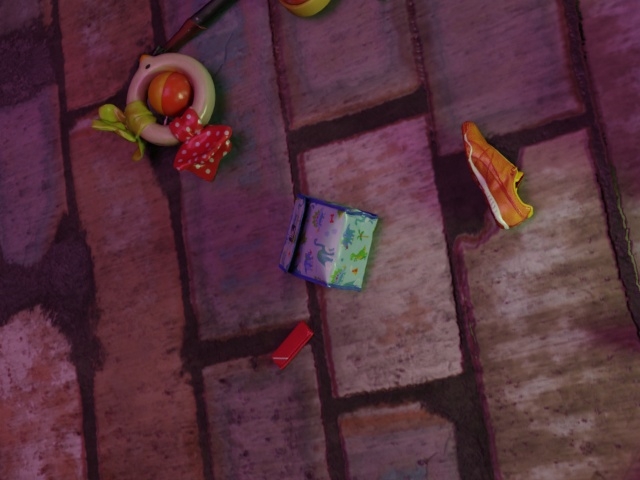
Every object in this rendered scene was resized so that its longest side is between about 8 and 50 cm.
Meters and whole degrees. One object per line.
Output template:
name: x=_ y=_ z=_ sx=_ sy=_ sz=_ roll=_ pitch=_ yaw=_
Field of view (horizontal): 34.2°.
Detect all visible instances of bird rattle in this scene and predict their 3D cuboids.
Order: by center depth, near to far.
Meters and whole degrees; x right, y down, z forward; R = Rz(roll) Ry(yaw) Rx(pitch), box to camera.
bird rattle: x=-0.260 y=-0.222 z=1.791 sx=0.254 sy=0.143 sz=0.206 roll=11 pitch=88 yaw=29

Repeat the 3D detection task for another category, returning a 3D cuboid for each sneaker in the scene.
sneaker: x=0.254 y=-0.099 z=1.508 sx=0.067 sy=0.064 sz=0.175 roll=-26 pitch=74 yaw=5

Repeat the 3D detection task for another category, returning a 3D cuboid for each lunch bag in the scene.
lunch bag: x=0.000 y=0.000 z=1.628 sx=0.151 sy=0.096 sz=0.128 roll=19 pitch=96 yaw=47

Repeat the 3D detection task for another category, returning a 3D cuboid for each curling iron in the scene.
curling iron: x=-0.224 y=-0.379 z=1.849 sx=0.274 sy=0.035 sz=0.068 roll=-35 pitch=22 yaw=19

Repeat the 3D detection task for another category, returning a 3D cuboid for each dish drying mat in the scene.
dish drying mat: x=-0.046 y=0.168 z=1.676 sx=0.083 sy=0.008 sz=0.032 roll=-50 pitch=60 yaw=16

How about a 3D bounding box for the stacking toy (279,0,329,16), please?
stacking toy: x=-0.036 y=-0.559 z=1.688 sx=0.279 sy=0.130 sz=0.308 roll=-41 pitch=58 yaw=25
